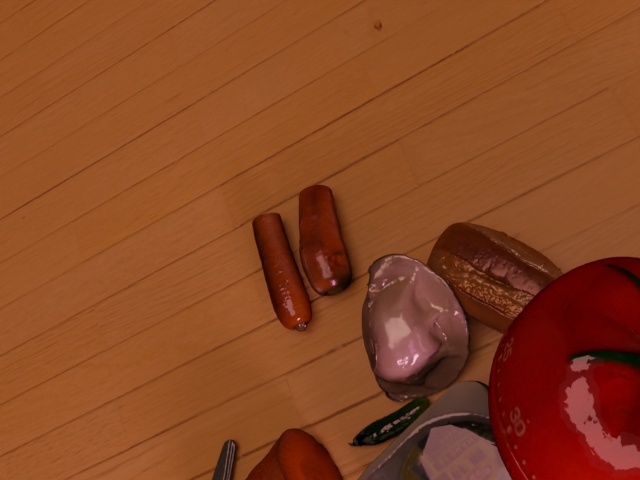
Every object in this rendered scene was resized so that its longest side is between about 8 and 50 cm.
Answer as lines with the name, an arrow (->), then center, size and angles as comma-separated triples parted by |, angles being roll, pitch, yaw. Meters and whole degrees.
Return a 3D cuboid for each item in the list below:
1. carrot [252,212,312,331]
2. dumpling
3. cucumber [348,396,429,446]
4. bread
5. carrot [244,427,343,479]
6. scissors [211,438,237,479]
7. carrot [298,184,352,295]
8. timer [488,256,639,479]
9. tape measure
carrot -> -0.068, 0.059, 1.411 | 0.067, 0.067, 0.225 | -25, 65, 16
dumpling -> 0.147, 0.141, 1.239 | 0.172, 0.142, 0.247 | -5, 107, 18
cucumber -> 0.112, 0.299, 1.277 | 0.155, 0.037, 0.037 | -32, 65, 13
bread -> 0.278, 0.065, 1.232 | 0.236, 0.106, 0.140 | 29, 86, 27
carrot -> -0.077, 0.434, 1.277 | 0.225, 0.159, 0.159 | -46, 62, 20
scissors -> -0.206, 0.560, 1.345 | 0.192, 0.029, 0.448 | 9, 79, 25
carrot -> 0.000, 0.000, 1.387 | 0.087, 0.087, 0.194 | -21, 68, 17
timer -> 0.399, 0.213, 0.999 | 0.377, 0.279, 0.378 | 8, 52, -11
tape measure -> 0.209, 0.363, 1.160 | 0.259, 0.138, 0.262 | -47, 63, 7
